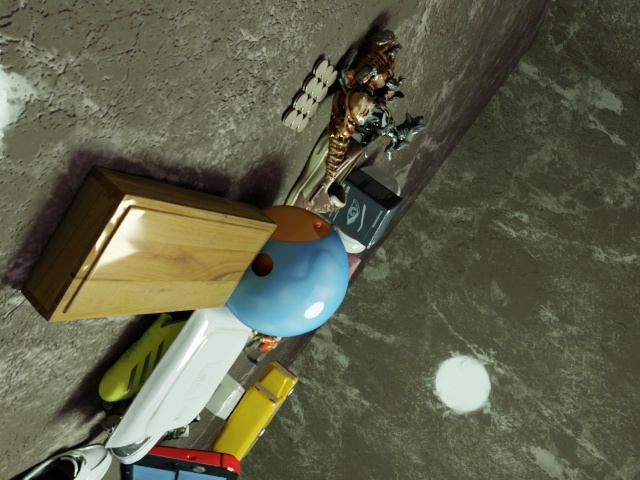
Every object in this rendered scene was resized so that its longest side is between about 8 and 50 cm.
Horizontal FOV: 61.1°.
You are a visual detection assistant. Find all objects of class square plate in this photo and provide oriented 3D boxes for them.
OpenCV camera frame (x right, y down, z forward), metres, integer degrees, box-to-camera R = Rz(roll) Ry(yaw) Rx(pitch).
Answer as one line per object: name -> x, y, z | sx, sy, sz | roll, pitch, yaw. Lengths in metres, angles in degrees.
square plate -> -0.281, 0.300, 1.216 | 0.344, 0.049, 0.347 | -57, 165, -3

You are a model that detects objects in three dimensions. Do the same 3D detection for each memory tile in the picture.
memory tile -> -0.020, -0.287, 1.082 | 0.148, 0.012, 0.113 | -56, 167, 12

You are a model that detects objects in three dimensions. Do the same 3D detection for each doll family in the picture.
doll family -> -0.226, 0.286, 1.737 | 0.163, 0.118, 0.263 | -47, 149, 0
doll family -> -0.434, 0.363, 1.224 | 0.193, 0.076, 0.111 | -48, 162, -33

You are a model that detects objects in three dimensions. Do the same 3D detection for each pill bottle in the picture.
pill bottle -> 0.145, -0.093, 1.844 | 0.169, 0.169, 0.301 | -43, 164, -37

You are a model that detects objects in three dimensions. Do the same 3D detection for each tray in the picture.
tray -> -0.238, 0.020, 0.875 | 0.203, 0.076, 0.411 | -55, 160, 10

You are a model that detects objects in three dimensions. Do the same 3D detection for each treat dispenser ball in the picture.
treat dispenser ball -> -0.080, 0.066, 1.187 | 0.288, 0.288, 0.288 | -49, 167, -16

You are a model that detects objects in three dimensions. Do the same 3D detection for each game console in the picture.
game console -> -0.440, 0.734, 1.687 | 0.386, 0.342, 0.060 | 113, -17, -47

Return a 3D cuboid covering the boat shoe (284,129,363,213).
boat shoe -> 0.008, -0.120, 1.378 | 0.123, 0.123, 0.342 | -33, 156, -57

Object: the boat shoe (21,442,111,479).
boat shoe -> -0.539, 0.498, 1.162 | 0.084, 0.095, 0.258 | -53, 169, 18

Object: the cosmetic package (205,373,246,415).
cosmetic package -> -0.326, 0.470, 1.704 | 0.113, 0.160, 0.309 | -50, 168, -17

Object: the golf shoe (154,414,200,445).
golf shoe -> -0.465, 0.595, 1.699 | 0.198, 0.094, 0.077 | -43, 165, -33

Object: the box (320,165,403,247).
box -> 0.113, -0.105, 1.601 | 0.108, 0.207, 0.153 | -37, 160, -51

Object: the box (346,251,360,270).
box -> 0.006, 0.132, 2.013 | 0.300, 0.142, 0.154 | -33, 156, -57

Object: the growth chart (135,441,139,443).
growth chart -> -0.366, 0.322, 1.234 | 0.172, 0.021, 0.237 | 103, 11, -47

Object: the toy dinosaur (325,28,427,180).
toy dinosaur -> 0.090, -0.287, 1.182 | 0.322, 0.164, 0.218 | -48, 136, 11

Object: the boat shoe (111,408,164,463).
boat shoe -> -0.404, 0.398, 1.350 | 0.306, 0.113, 0.105 | -44, 146, -40

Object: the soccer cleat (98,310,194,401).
soccer cleat -> -0.347, 0.211, 1.133 | 0.289, 0.093, 0.121 | -41, 142, -37

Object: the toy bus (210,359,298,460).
toy bus -> -0.210, 0.547, 1.729 | 0.333, 0.108, 0.130 | -57, 166, 13
